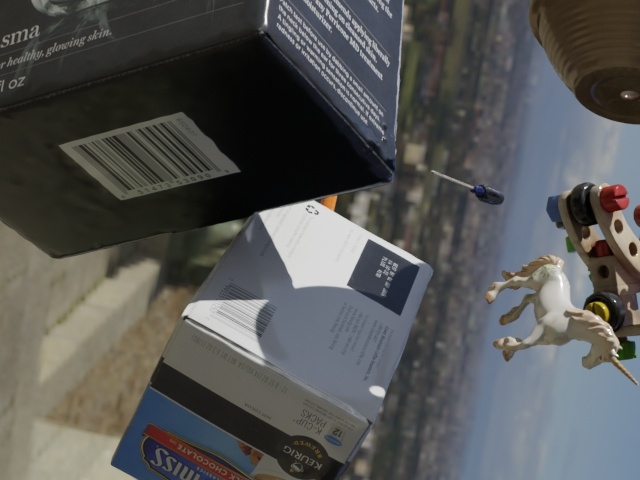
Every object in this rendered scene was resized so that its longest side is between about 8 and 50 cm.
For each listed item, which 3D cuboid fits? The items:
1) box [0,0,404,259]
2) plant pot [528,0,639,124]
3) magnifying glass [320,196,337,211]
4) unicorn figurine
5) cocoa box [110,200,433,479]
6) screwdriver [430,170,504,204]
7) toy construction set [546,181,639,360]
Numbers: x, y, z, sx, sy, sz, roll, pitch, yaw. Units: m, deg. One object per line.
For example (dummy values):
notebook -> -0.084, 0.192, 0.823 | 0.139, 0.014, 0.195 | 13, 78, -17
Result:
box -> -0.169, -0.283, 1.721 | 0.297, 0.479, 0.472 | 45, 41, -46
plant pot -> 0.324, -0.193, 1.539 | 0.237, 0.237, 0.110 | 81, 22, -67
magnifying glass -> 0.000, 0.000, 2.256 | 0.092, 0.026, 0.231 | 121, -18, -63
unicorn figurine -> 0.220, 0.076, 1.431 | 0.060, 0.111, 0.162 | 41, 31, -54
cocoa box -> -0.047, 0.138, 1.709 | 0.228, 0.231, 0.347 | -60, -179, 31
screwdriver -> 0.190, -0.068, 1.955 | 0.170, 0.024, 0.025 | 10, 73, -52
toy construction set -> 0.468, 0.039, 2.042 | 0.257, 0.308, 0.237 | 17, 65, -66
